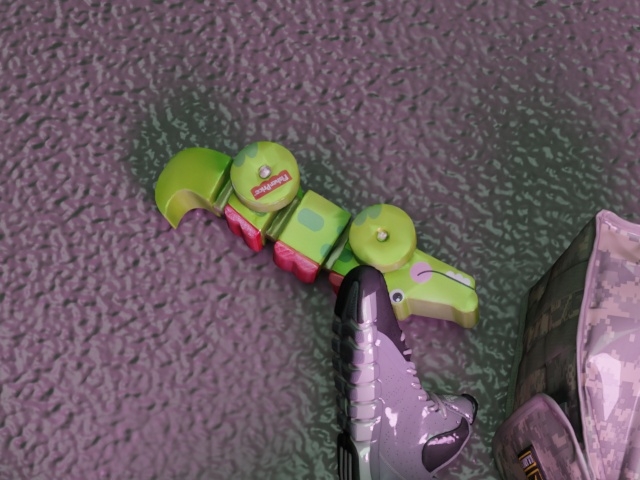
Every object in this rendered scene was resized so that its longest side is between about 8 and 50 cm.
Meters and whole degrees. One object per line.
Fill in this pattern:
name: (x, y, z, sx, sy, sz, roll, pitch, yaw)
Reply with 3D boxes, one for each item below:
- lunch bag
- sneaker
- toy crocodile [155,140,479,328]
lunch bag: (0.258, 0.154, 1.575, 0.169, 0.235, 0.287, 13, 70, -4)
sneaker: (0.083, 0.131, 1.636, 0.132, 0.086, 0.228, -4, 104, -15)
toy crocodile: (0.000, 0.000, 1.683, 0.340, 0.115, 0.105, 28, 77, 9)
